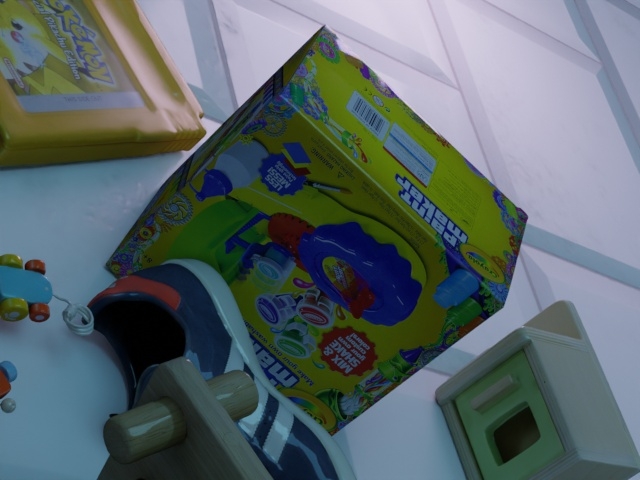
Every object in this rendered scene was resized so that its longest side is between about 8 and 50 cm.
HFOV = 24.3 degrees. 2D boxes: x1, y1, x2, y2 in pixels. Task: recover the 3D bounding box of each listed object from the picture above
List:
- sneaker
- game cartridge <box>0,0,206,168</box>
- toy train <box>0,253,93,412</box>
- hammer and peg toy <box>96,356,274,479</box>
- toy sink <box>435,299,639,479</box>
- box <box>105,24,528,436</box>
[{"bbox_3d":[-0.098,0.175,1.335,0.148,0.131,0.350,-10,56,-51],"label":"sneaker"},{"bbox_3d":[-0.286,-0.211,1.572,0.324,0.053,0.285,-12,66,-54],"label":"game cartridge"},{"bbox_3d":[-0.277,0.082,1.279,0.125,0.046,0.166,50,37,2],"label":"toy train"},{"bbox_3d":[-0.058,0.297,1.094,0.127,0.266,0.361,-18,62,-39],"label":"hammer and peg toy"},{"bbox_3d":[0.234,0.188,1.693,0.131,0.153,0.234,16,46,-41],"label":"toy sink"},{"bbox_3d":[0.000,0.000,1.483,0.290,0.279,0.177,42,32,-10],"label":"box"}]
